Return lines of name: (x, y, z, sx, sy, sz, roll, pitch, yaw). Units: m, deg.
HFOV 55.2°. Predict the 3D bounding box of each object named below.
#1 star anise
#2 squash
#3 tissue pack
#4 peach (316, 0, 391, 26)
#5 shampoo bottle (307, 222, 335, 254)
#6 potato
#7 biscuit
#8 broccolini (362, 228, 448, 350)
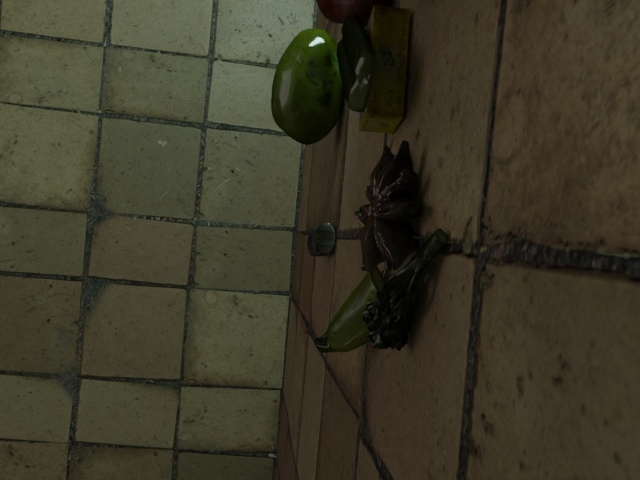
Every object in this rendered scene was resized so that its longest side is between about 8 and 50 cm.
star anise: (0.095, -0.034, 0.826, 0.182, 0.065, 0.195, -98, 25, -54)
squash: (0.059, 0.131, 0.986, 0.200, 0.075, 0.090, -53, 45, 36)
tissue pack: (0.101, -0.267, 0.971, 0.095, 0.062, 0.176, 124, 150, -81)
peach: (0.070, -0.478, 1.136, 0.152, 0.151, 0.152, -175, 90, -84)
shampoo bottle: (0.000, 0.000, 1.692, 0.227, 0.055, 0.086, 155, 119, -83)
potato: (-0.033, -0.419, 1.679, 0.216, 0.215, 0.305, -98, 11, -64)
biscuit: (0.053, -0.291, 0.983, 0.322, 0.038, 0.099, -92, 11, -60)
broccolini: (0.096, 0.054, 0.745, 0.091, 0.068, 0.203, -63, -11, -47)
